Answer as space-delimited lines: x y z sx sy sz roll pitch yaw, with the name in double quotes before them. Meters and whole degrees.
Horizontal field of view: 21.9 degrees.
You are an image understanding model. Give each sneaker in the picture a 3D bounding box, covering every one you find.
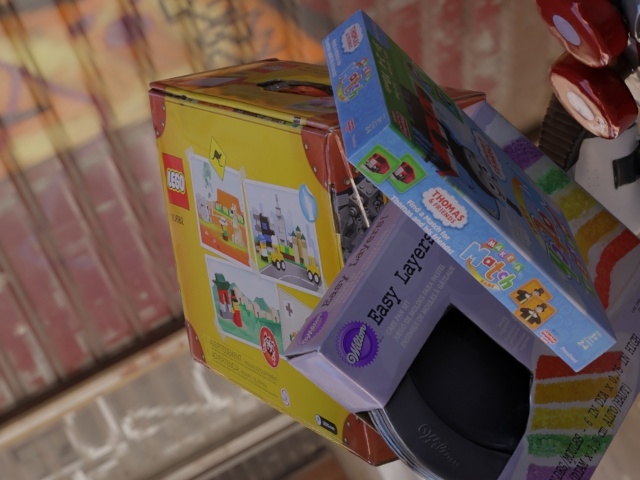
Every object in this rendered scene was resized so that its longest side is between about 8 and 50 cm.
"sneaker" 0.332 -0.083 1.931 0.122 0.146 0.330 -124 46 -67

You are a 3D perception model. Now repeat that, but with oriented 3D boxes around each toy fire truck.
"toy fire truck" 0.354 -0.175 1.568 0.254 0.169 0.302 43 169 30

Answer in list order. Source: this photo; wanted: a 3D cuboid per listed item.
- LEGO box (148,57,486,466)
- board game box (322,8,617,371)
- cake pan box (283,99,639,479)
"LEGO box" 0.000 0.000 1.926 0.500 0.193 0.372 21 122 61
"board game box" 0.090 -0.032 1.025 0.211 0.039 0.160 42 -161 -26
"cake pan box" 0.134 0.067 1.279 0.246 0.267 0.070 41 157 -11
